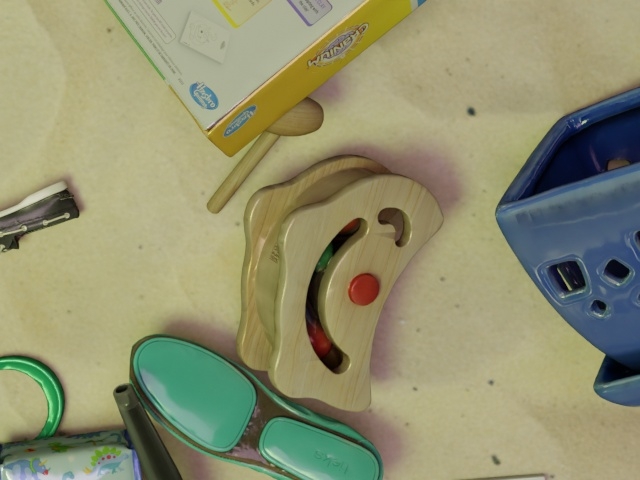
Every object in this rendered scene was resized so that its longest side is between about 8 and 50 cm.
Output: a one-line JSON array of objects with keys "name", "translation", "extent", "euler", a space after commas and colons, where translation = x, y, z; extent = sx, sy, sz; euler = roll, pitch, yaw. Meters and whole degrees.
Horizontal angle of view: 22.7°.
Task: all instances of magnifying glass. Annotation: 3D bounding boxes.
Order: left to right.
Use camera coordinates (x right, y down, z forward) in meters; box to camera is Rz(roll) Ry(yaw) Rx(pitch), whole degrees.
[{"name": "magnifying glass", "translation": [-0.332, 0.187, 1.433], "extent": [0.231, 0.026, 0.092], "euler": [-35, 98, 2]}]

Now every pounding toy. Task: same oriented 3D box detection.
[{"name": "pounding toy", "translation": [0.000, 0.000, 1.391], "extent": [0.154, 0.155, 0.269], "euler": [-5, 109, -29]}]

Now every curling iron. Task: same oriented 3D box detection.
[{"name": "curling iron", "translation": [-0.114, 0.224, 1.389], "extent": [0.068, 0.035, 0.274], "euler": [-33, 121, -8]}]

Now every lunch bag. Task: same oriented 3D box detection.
[{"name": "lunch bag", "translation": [-0.217, 0.249, 1.399], "extent": [0.129, 0.096, 0.151], "euler": [-7, 98, -9]}]

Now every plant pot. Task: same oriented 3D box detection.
[{"name": "plant pot", "translation": [0.306, -0.007, 1.287], "extent": [0.236, 0.236, 0.212], "euler": [-18, 106, 30]}]

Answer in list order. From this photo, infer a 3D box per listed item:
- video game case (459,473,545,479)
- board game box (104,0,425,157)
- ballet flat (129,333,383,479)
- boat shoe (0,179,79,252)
[{"name": "video game case", "translation": [0.166, 0.277, 1.461], "extent": [0.087, 0.011, 0.122], "euler": [-4, 98, -1]}, {"name": "board game box", "translation": [-0.025, -0.258, 1.303], "extent": [0.316, 0.064, 0.242], "euler": [-38, 68, 4]}, {"name": "ballet flat", "translation": [-0.062, 0.164, 1.401], "extent": [0.247, 0.087, 0.083], "euler": [28, 76, -3]}, {"name": "boat shoe", "translation": [-0.271, -0.010, 1.395], "extent": [0.125, 0.046, 0.038], "euler": [-27, 93, -6]}]
